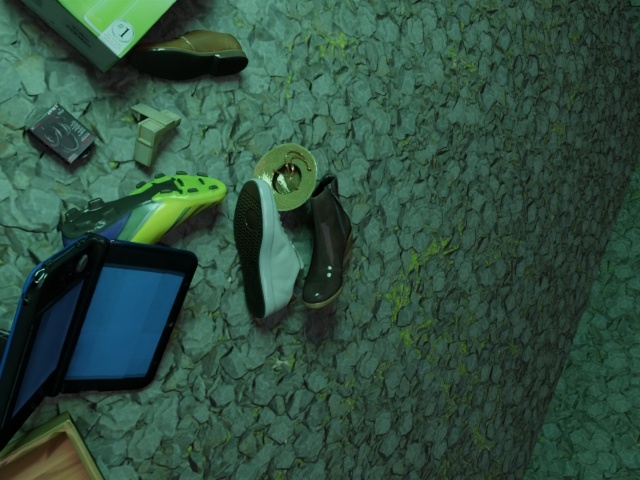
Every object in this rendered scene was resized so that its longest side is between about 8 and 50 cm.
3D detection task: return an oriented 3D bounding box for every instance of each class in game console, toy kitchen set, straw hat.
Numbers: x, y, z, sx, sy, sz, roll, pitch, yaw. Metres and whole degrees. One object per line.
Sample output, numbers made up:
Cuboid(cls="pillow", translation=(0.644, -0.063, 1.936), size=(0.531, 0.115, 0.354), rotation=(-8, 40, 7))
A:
Cuboid(cls="game console", translation=(-0.329, 0.154, 0.675), size=(0.174, 0.250, 0.292), rotation=(21, 103, -11))
Cuboid(cls="toy kitchen set", translation=(-0.304, -0.191, 0.790), size=(0.068, 0.075, 0.083), rotation=(28, 37, 1))
Cuboid(cls="straw hat", translation=(-0.067, -0.127, 0.943), size=(0.061, 0.145, 0.144), rotation=(25, 77, -79))

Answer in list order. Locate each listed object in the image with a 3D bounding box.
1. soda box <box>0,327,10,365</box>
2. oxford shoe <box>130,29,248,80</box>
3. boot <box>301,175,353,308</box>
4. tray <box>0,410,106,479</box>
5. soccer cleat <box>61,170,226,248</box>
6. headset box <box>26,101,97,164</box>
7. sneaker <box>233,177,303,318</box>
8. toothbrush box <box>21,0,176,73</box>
Cuboid(cls="soda box", translation=(-0.521, 0.208, 0.655), size=(0.060, 0.053, 0.168), rotation=(38, 74, -34))
Cuboid(cls="oxford shoe", translation=(-0.239, -0.340, 0.802), size=(0.213, 0.076, 0.075), rotation=(-18, 81, -37))
Cuboid(cls="boot", translation=(0.000, 0.000, 0.953), size=(0.248, 0.090, 0.206), rotation=(-60, 141, -50))
Cuboid(cls="tray", translation=(-0.534, 0.459, 0.646), size=(0.411, 0.076, 0.202), rotation=(-27, 100, -30))
Cuboid(cls="soccer cleat", translation=(-0.297, -0.037, 0.787), size=(0.289, 0.093, 0.121), rotation=(-27, 136, -34))
Cuboid(cls="headset box", translation=(-0.406, -0.166, 0.710), size=(0.083, 0.032, 0.062), rotation=(47, 68, -29))
Cuboid(cls="sneaker", translation=(-0.101, 0.009, 0.923), size=(0.123, 0.106, 0.289), rotation=(-18, 115, -41))
Cuboid(cls="toothbrush box", translation=(-0.318, -0.442, 0.688), size=(0.206, 0.122, 0.283), rotation=(45, 68, -32))
